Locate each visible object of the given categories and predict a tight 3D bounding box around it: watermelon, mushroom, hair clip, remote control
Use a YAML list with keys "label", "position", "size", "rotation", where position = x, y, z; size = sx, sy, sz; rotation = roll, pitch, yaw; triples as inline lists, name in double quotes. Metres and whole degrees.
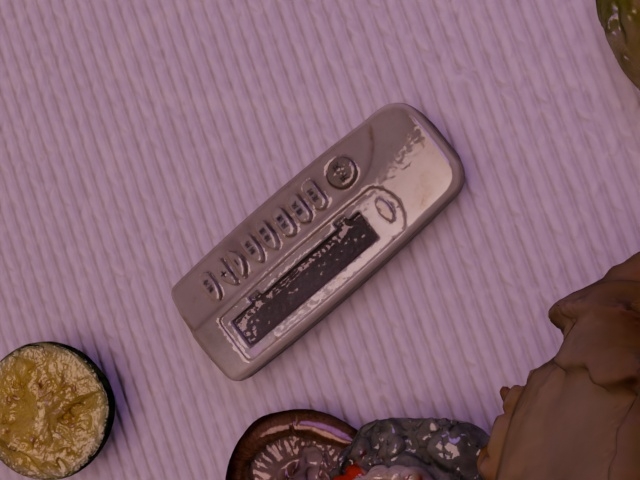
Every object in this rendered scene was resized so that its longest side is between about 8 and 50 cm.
- label: "watermelon"
  position: [-0.202, 0.128, 1.006]
  size: [0.106, 0.062, 0.105]
  rotation: [-1, 87, 13]
- label: "mushroom"
  position: [-0.008, 0.177, 0.942]
  size: [0.123, 0.052, 0.123]
  rotation: [0, 92, 13]
- label: "hair clip"
  position: [0.051, 0.276, 0.842]
  size: [0.138, 0.091, 0.321]
  rotation: [-7, 83, 32]
- label: "remote control"
  position: [-0.001, 0.000, 0.939]
  size: [0.230, 0.049, 0.090]
  rotation: [-40, 78, 15]

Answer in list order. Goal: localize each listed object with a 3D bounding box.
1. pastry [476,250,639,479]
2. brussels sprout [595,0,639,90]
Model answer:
- label: "pastry"
  position: [0.261, 0.187, 0.710]
  size: [0.410, 0.245, 0.409]
  rotation: [7, 65, -16]
- label: "brussels sprout"
  position: [0.242, -0.163, 0.829]
  size: [0.139, 0.100, 0.181]
  rotation: [3, 93, 30]
